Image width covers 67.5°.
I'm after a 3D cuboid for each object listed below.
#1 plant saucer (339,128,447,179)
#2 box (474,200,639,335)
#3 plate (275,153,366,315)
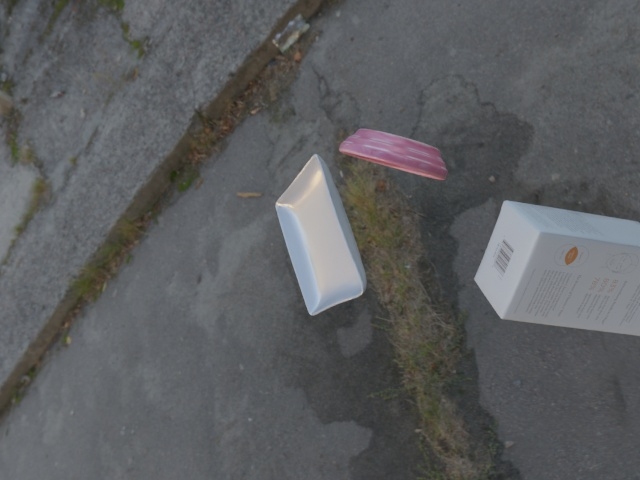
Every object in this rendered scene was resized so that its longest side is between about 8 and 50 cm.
[{"bbox_3d":[0.225,-0.263,1.441,0.332,0.332,0.084,25,104,44],"label":"plant saucer"},{"bbox_3d":[0.560,0.061,1.060,0.168,0.345,0.215,-100,20,-63],"label":"box"},{"bbox_3d":[0.000,0.000,0.989,0.277,0.045,0.278,-38,68,62],"label":"plate"}]
